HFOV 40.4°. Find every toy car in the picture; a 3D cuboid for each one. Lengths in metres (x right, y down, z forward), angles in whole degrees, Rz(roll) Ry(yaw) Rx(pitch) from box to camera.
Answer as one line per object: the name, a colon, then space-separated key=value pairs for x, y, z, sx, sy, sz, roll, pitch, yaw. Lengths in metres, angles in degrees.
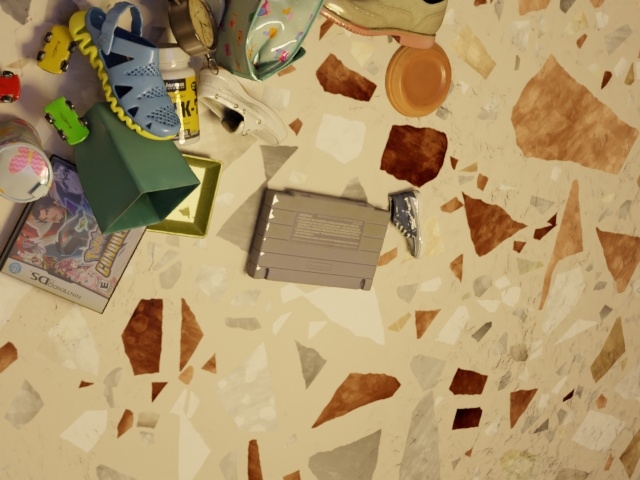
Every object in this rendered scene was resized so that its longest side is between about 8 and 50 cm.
toy car: x=-0.549 y=-0.285 z=1.748 sx=0.239 sy=0.053 sz=0.225 roll=-37 pitch=93 yaw=-14

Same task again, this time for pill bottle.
pill bottle: x=-0.325 y=-0.313 z=1.869 sx=0.119 sy=0.119 sz=0.209 roll=-12 pitch=112 yaw=-26

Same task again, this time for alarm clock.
alarm clock: x=-0.257 y=-0.429 z=1.802 sx=0.064 sy=0.129 sz=0.192 roll=-16 pitch=116 yaw=20

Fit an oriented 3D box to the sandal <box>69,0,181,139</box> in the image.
sandal: x=-0.373 y=-0.348 z=1.742 sx=0.138 sy=0.126 sz=0.317 roll=-30 pitch=95 yaw=28

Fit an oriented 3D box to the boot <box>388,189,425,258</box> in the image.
boot: x=0.226 y=-0.038 z=2.317 sx=0.086 sy=0.069 sz=0.190 roll=-10 pitch=103 yaw=-19

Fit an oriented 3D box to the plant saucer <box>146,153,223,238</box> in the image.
plant saucer: x=-0.332 y=-0.109 z=1.978 sx=0.188 sy=0.045 sz=0.188 roll=8 pitch=102 yaw=-31

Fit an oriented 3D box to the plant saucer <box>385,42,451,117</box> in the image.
plant saucer: x=0.258 y=-0.411 z=2.219 sx=0.199 sy=0.037 sz=0.200 roll=-9 pitch=111 yaw=-26

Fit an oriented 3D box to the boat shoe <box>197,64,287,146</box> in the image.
boat shoe: x=-0.183 y=-0.276 z=1.950 sx=0.277 sy=0.098 sz=0.096 roll=37 pitch=60 yaw=-42

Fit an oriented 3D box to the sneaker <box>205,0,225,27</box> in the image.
sneaker: x=-0.236 y=-0.559 z=1.844 sx=0.094 sy=0.091 sz=0.258 roll=15 pitch=129 yaw=4

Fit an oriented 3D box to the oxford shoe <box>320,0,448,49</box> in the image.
oxford shoe: x=0.131 y=-0.557 z=2.019 sx=0.396 sy=0.140 sz=0.147 roll=0 pitch=128 yaw=-40

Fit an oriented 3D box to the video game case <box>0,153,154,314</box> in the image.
video game case: x=-0.524 y=-0.009 z=1.877 sx=0.248 sy=0.035 sz=0.275 roll=27 pitch=94 yaw=-22

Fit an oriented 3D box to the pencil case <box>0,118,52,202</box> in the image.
pencil case: x=-0.588 y=-0.156 z=1.685 sx=0.113 sy=0.273 sz=0.124 roll=-31 pitch=115 yaw=-10

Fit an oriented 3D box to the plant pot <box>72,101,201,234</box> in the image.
plant pot: x=-0.401 y=-0.162 z=1.799 sx=0.165 sy=0.165 sz=0.234 roll=-16 pitch=71 yaw=-52

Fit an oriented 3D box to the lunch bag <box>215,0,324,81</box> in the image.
lunch bag: x=-0.124 y=-0.469 z=1.868 sx=0.160 sy=0.223 sz=0.262 roll=19 pitch=97 yaw=-33

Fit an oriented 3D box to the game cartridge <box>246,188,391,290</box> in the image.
game cartridge: x=0.000 y=0.000 z=2.200 sx=0.354 sy=0.068 sz=0.230 roll=8 pitch=98 yaw=-31
